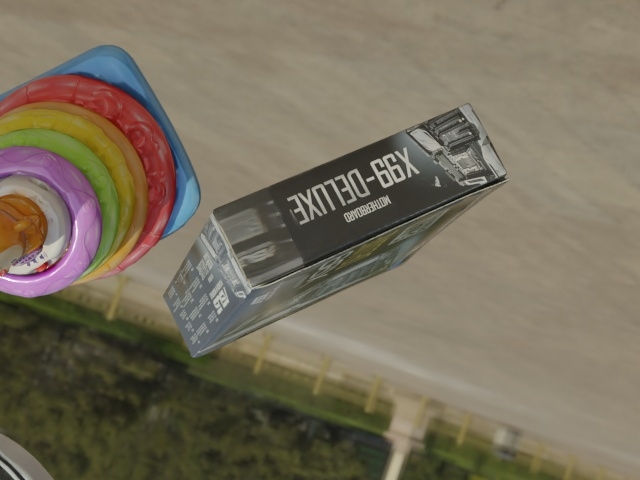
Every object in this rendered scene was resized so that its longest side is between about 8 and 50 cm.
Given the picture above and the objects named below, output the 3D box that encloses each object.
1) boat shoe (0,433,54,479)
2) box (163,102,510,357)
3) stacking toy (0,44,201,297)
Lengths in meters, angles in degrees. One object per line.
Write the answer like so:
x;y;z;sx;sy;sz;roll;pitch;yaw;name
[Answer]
-0.351;0.186;1.115;0.301;0.108;0.102;34;-158;-1;boat shoe
0.000;0.000;1.213;0.242;0.076;0.307;-24;172;-19;box
-0.200;-0.024;0.961;0.165;0.175;0.302;63;-172;-11;stacking toy
